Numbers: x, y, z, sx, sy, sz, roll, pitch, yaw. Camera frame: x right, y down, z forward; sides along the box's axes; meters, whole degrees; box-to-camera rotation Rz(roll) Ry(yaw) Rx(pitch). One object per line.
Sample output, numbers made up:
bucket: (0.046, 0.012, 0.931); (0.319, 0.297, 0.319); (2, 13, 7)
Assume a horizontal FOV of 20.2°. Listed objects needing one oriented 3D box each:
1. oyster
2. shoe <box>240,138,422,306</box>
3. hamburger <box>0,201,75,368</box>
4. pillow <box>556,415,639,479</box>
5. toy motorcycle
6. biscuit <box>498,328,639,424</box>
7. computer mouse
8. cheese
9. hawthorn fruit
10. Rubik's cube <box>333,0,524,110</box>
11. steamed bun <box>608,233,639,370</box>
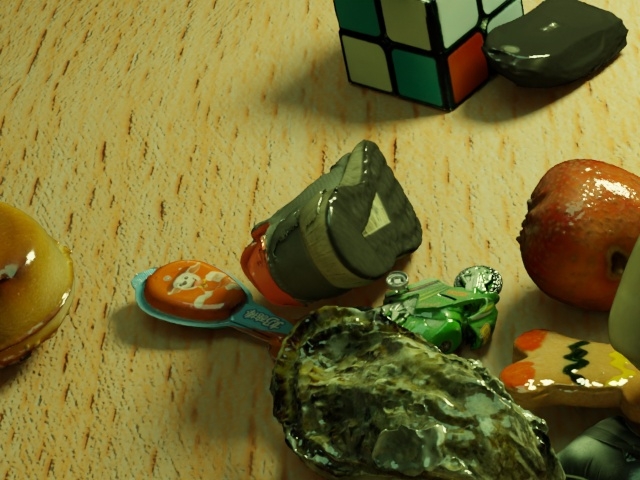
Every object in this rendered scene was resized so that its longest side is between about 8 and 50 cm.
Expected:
oyster: (0.092, 0.176, 1.685); (0.351, 0.162, 0.158); (26, 7, 33)
shoe: (0.000, 0.000, 1.956); (0.171, 0.132, 0.336); (-28, 7, 19)
hamburger: (-0.380, 0.055, 1.990); (0.237, 0.147, 0.236); (-7, 47, 7)
pillow: (0.273, 0.205, 1.633); (0.091, 0.055, 0.136); (-58, 28, -6)
toy motorcycle: (0.112, 0.085, 1.860); (0.190, 0.074, 0.106); (-21, 44, -12)
biscuit: (0.302, 0.126, 1.723); (0.250, 0.036, 0.165); (6, 23, 13)
computer mouse: (0.289, -0.240, 2.255); (0.122, 0.073, 0.217); (31, 45, 33)
cheese: (-0.100, 0.074, 1.963); (0.256, 0.037, 0.106); (19, 44, 30)
hawthorn fruit: (0.345, 0.006, 1.836); (0.286, 0.165, 0.165); (10, 39, 15)
Rubik's cube: (0.138, -0.293, 2.297); (0.183, 0.167, 0.180); (17, 46, 38)
steamed bun: (0.385, 0.055, 1.624); (0.250, 0.200, 0.155); (15, 11, -11)
